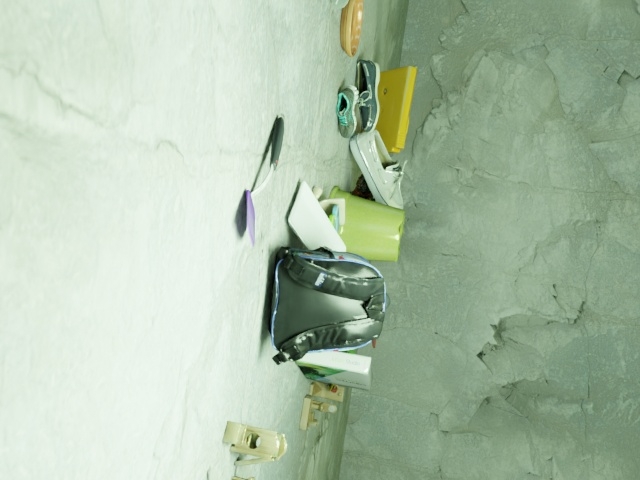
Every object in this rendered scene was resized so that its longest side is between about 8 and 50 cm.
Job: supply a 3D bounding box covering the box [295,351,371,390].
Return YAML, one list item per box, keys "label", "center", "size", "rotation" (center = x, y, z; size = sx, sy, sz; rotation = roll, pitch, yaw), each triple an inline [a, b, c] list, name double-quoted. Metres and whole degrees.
- label: "box"
  center: [0.050, 0.416, 1.877]
  size: [0.322, 0.232, 0.059]
  rotation: [76, 25, -64]

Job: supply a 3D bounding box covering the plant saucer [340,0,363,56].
- label: "plant saucer"
  center: [0.091, -0.647, 1.714]
  size: [0.200, 0.037, 0.200]
  rotation: [10, 90, -79]

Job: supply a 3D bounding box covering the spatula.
- label: "spatula"
  center: [-0.105, -0.123, 1.110]
  size: [0.084, 0.030, 0.297]
  rotation: [85, 17, -58]

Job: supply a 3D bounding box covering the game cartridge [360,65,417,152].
- label: "game cartridge"
  center: [0.260, -0.507, 2.287]
  size: [0.285, 0.052, 0.324]
  rotation: [17, -79, 62]

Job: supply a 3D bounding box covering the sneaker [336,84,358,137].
- label: "sneaker"
  center: [0.073, -0.399, 1.815]
  size: [0.076, 0.065, 0.167]
  rotation: [-37, 135, -52]

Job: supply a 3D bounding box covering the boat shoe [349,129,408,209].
- label: "boat shoe"
  center: [0.261, -0.262, 2.194]
  size: [0.367, 0.156, 0.136]
  rotation: [60, 35, -20]

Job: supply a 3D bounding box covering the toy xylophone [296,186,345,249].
- label: "toy xylophone"
  center: [0.000, 0.000, 1.658]
  size: [0.236, 0.081, 0.323]
  rotation: [82, 20, -58]

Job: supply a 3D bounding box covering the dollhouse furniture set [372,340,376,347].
- label: "dollhouse furniture set"
  center: [0.141, 0.290, 2.407]
  size: [0.374, 0.201, 0.152]
  rotation: [-68, 164, -74]

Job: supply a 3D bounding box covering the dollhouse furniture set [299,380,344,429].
- label: "dollhouse furniture set"
  center: [0.008, 0.610, 2.117]
  size: [0.151, 0.123, 0.144]
  rotation: [5, 94, -80]

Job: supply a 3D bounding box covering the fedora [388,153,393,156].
- label: "fedora"
  center: [0.271, -0.445, 2.542]
  size: [0.275, 0.124, 0.244]
  rotation: [-82, 180, -46]

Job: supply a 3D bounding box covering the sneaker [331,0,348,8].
- label: "sneaker"
  center: [0.055, -0.664, 1.454]
  size: [0.061, 0.053, 0.152]
  rotation: [-72, 166, -52]

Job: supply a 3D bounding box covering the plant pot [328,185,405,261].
- label: "plant pot"
  center: [0.155, -0.034, 1.994]
  size: [0.276, 0.253, 0.276]
  rotation: [10, 90, -80]

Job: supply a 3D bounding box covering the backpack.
- label: "backpack"
  center: [0.016, 0.139, 1.361]
  size: [0.213, 0.263, 0.277]
  rotation: [-104, -160, -74]

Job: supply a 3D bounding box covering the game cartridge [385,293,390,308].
- label: "game cartridge"
  center: [0.162, 0.142, 2.217]
  size: [0.297, 0.062, 0.198]
  rotation: [55, 18, 5]

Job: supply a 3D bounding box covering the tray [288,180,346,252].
- label: "tray"
  center: [-0.011, -0.011, 1.491]
  size: [0.270, 0.030, 0.145]
  rotation: [57, 38, -39]

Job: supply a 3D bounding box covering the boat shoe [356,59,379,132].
- label: "boat shoe"
  center: [0.158, -0.506, 2.030]
  size: [0.095, 0.079, 0.255]
  rotation: [6, -87, 60]

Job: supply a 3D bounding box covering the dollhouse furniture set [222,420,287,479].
- label: "dollhouse furniture set"
  center: [-0.145, 0.477, 1.220]
  size: [0.182, 0.101, 0.161]
  rotation: [72, 29, -68]

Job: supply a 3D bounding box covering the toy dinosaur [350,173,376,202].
- label: "toy dinosaur"
  center: [0.166, -0.101, 2.338]
  size: [0.218, 0.164, 0.322]
  rotation: [-105, -176, -79]

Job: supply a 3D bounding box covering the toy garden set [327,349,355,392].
- label: "toy garden set"
  center: [0.040, 0.415, 2.133]
  size: [0.244, 0.049, 0.204]
  rotation: [-118, -141, -48]
